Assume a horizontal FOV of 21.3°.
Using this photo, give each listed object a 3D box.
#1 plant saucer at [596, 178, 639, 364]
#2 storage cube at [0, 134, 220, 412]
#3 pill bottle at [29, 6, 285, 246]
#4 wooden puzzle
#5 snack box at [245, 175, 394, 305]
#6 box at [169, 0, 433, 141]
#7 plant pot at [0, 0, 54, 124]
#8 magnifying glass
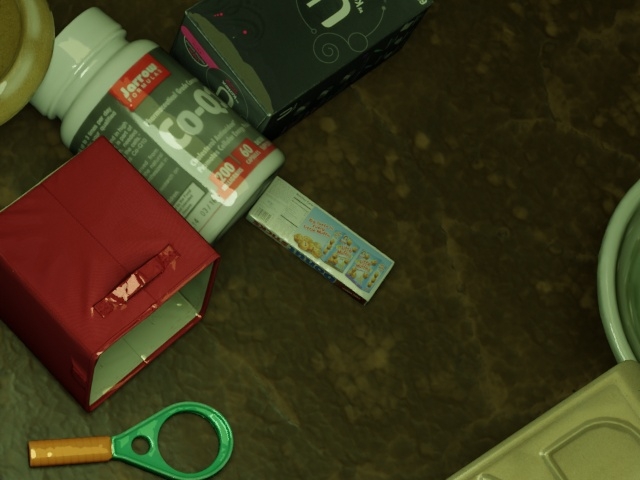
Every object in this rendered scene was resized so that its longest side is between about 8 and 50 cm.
[{"bbox_3d":[0.516,0.085,2.117,0.400,0.100,0.400,5,70,-14],"label":"plant saucer"},{"bbox_3d":[-0.248,0.040,1.863,0.184,0.215,0.193,-40,80,-23],"label":"storage cube"},{"bbox_3d":[-0.195,-0.127,1.955,0.283,0.161,0.161,41,66,0],"label":"pill bottle"},{"bbox_3d":[0.309,0.358,1.953,0.348,0.080,0.322,-32,84,-11],"label":"wooden puzzle"},{"bbox_3d":[0.000,0.000,2.043,0.178,0.022,0.064,36,65,-1],"label":"snack box"},{"bbox_3d":[-0.026,-0.254,2.056,0.270,0.143,0.165,-37,84,-23],"label":"box"},{"bbox_3d":[-0.414,-0.223,1.890,0.236,0.032,0.236,-3,70,7],"label":"plant pot"},{"bbox_3d":[-0.211,0.231,1.905,0.231,0.026,0.092,-3,73,-16],"label":"magnifying glass"}]
